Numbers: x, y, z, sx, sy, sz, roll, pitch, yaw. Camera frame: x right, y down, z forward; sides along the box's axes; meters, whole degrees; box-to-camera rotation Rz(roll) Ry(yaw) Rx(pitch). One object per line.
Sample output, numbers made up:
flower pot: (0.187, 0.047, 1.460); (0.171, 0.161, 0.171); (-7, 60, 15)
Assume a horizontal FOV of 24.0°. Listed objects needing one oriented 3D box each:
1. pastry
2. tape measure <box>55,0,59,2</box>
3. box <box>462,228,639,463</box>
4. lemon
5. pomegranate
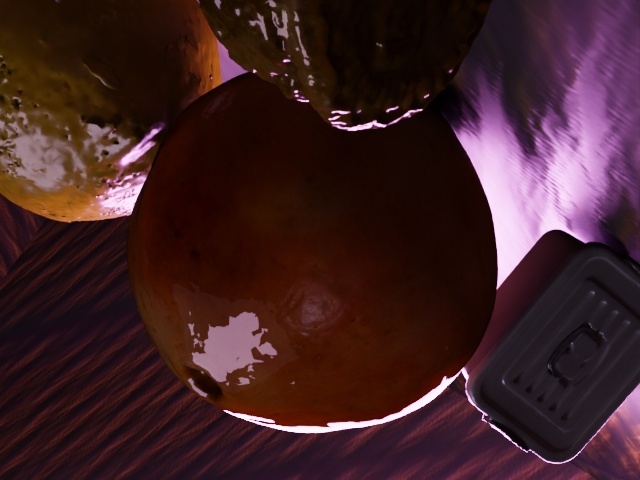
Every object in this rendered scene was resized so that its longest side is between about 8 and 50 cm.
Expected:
pastry: (0.009, -0.088, 0.466); (0.057, 0.097, 0.109); (29, 152, 38)
tape measure: (-0.069, -0.173, 0.547); (0.107, 0.104, 0.180); (57, 152, 31)
box: (0.135, 0.055, 0.855); (0.084, 0.122, 0.069); (38, -175, -18)
lemon: (-0.142, -0.095, 0.907); (0.173, 0.173, 0.206); (38, 178, -26)
pomegranate: (-0.003, 0.006, 0.816); (0.209, 0.209, 0.209); (35, 174, 4)
